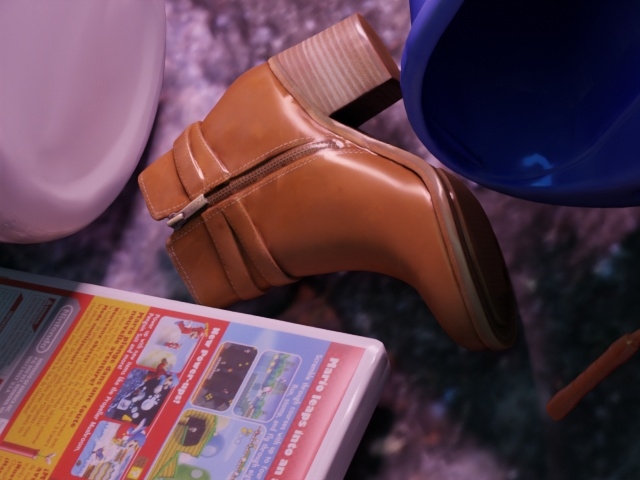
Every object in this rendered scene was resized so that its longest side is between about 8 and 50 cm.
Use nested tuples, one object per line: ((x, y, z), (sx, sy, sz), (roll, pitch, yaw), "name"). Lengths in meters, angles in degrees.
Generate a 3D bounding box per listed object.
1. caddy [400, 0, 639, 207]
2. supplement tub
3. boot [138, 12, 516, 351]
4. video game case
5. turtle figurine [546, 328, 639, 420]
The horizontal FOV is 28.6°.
((0.164, -0.129, 0.475), (0.241, 0.341, 0.179), (3, 61, -18), "caddy")
((-0.275, -0.116, 0.696), (0.338, 0.207, 0.207), (8, 75, 23), "supplement tub")
((0.000, 0.000, 0.636), (0.152, 0.073, 0.197), (-33, 64, 15), "boot")
((-0.131, 0.109, 0.615), (0.285, 0.025, 0.204), (9, 52, 27), "video game case")
((0.243, 0.074, 0.502), (0.269, 0.087, 0.217), (-32, 68, 19), "turtle figurine")
